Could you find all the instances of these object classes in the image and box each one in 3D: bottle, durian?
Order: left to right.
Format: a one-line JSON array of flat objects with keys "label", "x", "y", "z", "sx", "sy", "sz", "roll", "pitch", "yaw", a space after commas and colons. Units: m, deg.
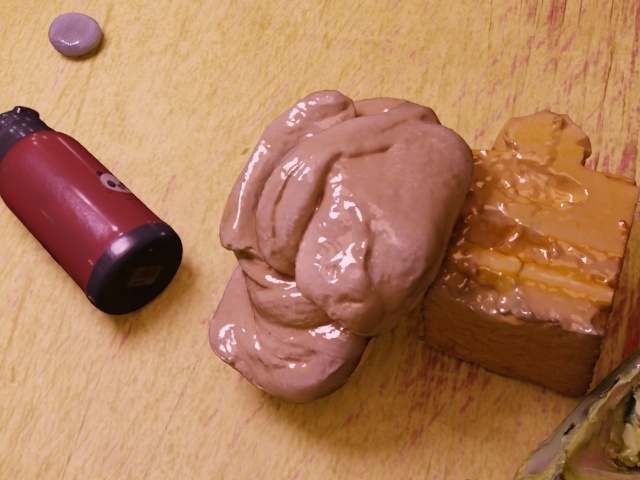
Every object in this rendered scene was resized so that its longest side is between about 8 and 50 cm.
[{"label": "bottle", "x": -0.340, "y": -0.055, "z": 1.397, "sx": 0.144, "sy": 0.144, "sz": 0.336, "roll": -40, "pitch": 65, "yaw": -15}, {"label": "durian", "x": 0.346, "y": 0.196, "z": 1.179, "sx": 0.355, "sy": 0.169, "sz": 0.157, "roll": -39, "pitch": 41, "yaw": -23}]

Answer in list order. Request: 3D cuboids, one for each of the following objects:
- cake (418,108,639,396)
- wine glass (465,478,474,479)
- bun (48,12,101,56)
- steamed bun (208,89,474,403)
[{"label": "cake", "x": 0.270, "y": 0.008, "z": 1.264, "sx": 0.222, "sy": 0.227, "sz": 0.286, "roll": 17, "pitch": 66, "yaw": 14}, {"label": "wine glass", "x": 0.186, "y": 0.387, "z": 1.148, "sx": 0.103, "sy": 0.103, "sz": 0.222, "roll": -18, "pitch": 57, "yaw": -5}, {"label": "bun", "x": -0.380, "y": -0.317, "z": 1.583, "sx": 0.083, "sy": 0.045, "sz": 0.083, "roll": 0, "pitch": 64, "yaw": 1}, {"label": "steamed bun", "x": 0.002, "y": -0.005, "z": 1.224, "sx": 0.230, "sy": 0.372, "sz": 0.324, "roll": 23, "pitch": 41, "yaw": -22}]
